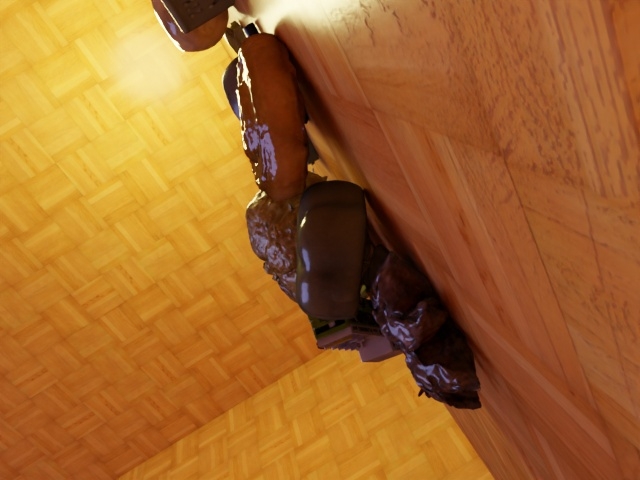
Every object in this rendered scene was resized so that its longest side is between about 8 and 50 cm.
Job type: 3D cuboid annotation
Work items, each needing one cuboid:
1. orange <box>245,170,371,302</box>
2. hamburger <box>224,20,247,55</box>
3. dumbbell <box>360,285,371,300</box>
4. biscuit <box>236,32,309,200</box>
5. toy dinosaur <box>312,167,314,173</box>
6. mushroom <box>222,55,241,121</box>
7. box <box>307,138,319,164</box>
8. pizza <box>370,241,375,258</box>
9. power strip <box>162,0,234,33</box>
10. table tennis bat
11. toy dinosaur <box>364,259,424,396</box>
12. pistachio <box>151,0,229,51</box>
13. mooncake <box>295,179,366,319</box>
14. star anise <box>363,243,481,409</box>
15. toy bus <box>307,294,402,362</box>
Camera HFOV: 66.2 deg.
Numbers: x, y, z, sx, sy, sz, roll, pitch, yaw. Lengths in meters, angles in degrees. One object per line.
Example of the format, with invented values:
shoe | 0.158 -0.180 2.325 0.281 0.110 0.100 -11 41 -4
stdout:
orange | 0.000 0.000 1.194 0.210 0.271 0.368 -5 123 58
hamburger | -0.220 -0.536 1.330 0.121 0.054 0.084 48 -175 -44
dumbbell | 0.232 0.256 1.794 0.302 0.108 0.121 58 180 20
biscuit | -0.097 -0.218 0.893 0.296 0.102 0.296 168 90 -77
toy dinosaur | -0.002 -0.185 1.846 0.082 0.039 0.209 -116 6 -57
mushroom | -0.150 -0.360 1.162 0.117 0.141 0.188 -20 88 60
box | -0.093 -0.333 1.422 0.210 0.045 0.270 60 179 -31
pizza | 0.090 -0.026 1.411 0.271 0.056 0.134 57 -172 33
power strip | -0.307 -0.593 1.049 0.224 0.140 0.139 58 -179 11
table tennis bat | -0.091 -0.355 1.056 0.236 0.027 0.150 56 -178 -26
toy dinosaur | 0.183 0.174 1.137 0.327 0.113 0.206 61 179 -32
pistachio | -0.338 -0.600 1.234 0.187 0.188 0.299 59 -173 -60
mooncake | 0.018 0.019 0.923 0.275 0.135 0.274 3 -90 -90
star anise | 0.167 0.152 0.857 0.331 0.118 0.332 63 178 4
toy bus | 0.092 0.204 1.144 0.302 0.113 0.139 22 -135 -55
